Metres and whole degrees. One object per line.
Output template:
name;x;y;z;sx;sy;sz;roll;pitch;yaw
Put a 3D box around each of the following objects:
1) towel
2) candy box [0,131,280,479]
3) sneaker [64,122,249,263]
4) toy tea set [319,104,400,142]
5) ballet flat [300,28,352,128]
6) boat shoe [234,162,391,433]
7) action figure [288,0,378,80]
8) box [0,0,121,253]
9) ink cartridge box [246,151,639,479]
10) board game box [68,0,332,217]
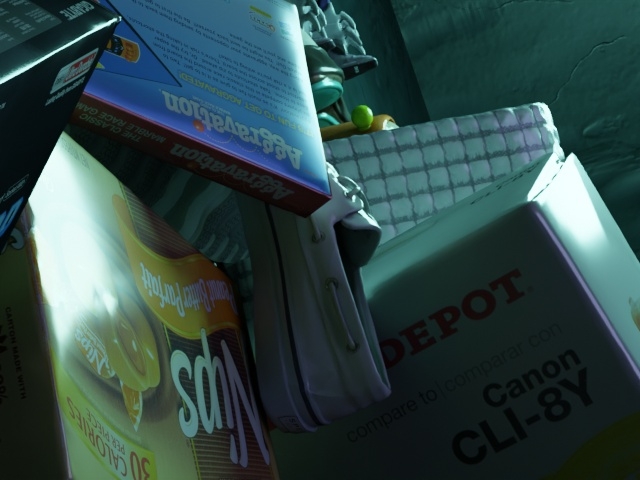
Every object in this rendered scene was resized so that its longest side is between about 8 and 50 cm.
towel;0.061;0.034;1.305;0.121;0.283;0.235;169;-92;-69
candy box;-0.107;0.070;0.830;0.316;0.087;0.183;50;25;-66
sneaker;-0.119;-0.069;1.058;0.115;0.105;0.281;43;-2;28
toy tea set;0.063;0.011;1.607;0.336;0.124;0.200;43;45;-70
ballet flat;-0.030;-0.137;1.584;0.280;0.095;0.096;72;-7;-80
boat shoe;0.000;0.000;1.003;0.083;0.075;0.226;45;34;-63
action figure;-0.036;-0.294;1.758;0.185;0.099;0.285;36;35;-65
box;-0.145;0.007;0.545;0.051;0.175;0.220;29;16;-1
ink cartridge box;0.124;0.181;1.098;0.385;0.279;0.160;59;20;-3
board game box;-0.113;-0.116;0.904;0.281;0.027;0.145;22;43;-38
